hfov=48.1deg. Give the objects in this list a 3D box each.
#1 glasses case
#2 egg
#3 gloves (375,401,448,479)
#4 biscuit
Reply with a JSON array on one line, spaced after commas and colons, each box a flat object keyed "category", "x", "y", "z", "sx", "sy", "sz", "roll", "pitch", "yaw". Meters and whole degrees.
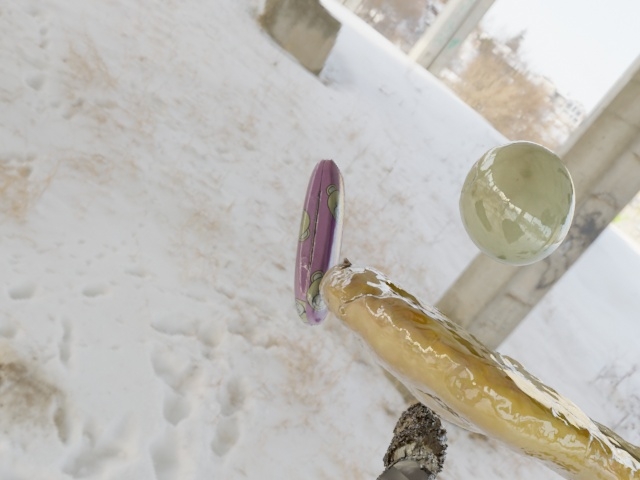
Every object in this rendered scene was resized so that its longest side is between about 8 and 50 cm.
[{"category": "glasses case", "x": 0.000, "y": 0.000, "z": 1.330, "sx": 0.076, "sy": 0.316, "sz": 0.123, "roll": 4, "pitch": -20, "yaw": 11}, {"category": "egg", "x": 0.382, "y": -0.074, "z": 1.400, "sx": 0.219, "sy": 0.219, "sz": 0.269, "roll": 35, "pitch": 47, "yaw": -11}, {"category": "gloves", "x": 0.222, "y": 0.505, "z": 1.690, "sx": 0.135, "sy": 0.210, "sz": 0.312, "roll": 19, "pitch": 27, "yaw": 10}, {"category": "biscuit", "x": 0.187, "y": 0.174, "z": 0.925, "sx": 0.446, "sy": 0.104, "sz": 0.429, "roll": 31, "pitch": 4, "yaw": -34}]
